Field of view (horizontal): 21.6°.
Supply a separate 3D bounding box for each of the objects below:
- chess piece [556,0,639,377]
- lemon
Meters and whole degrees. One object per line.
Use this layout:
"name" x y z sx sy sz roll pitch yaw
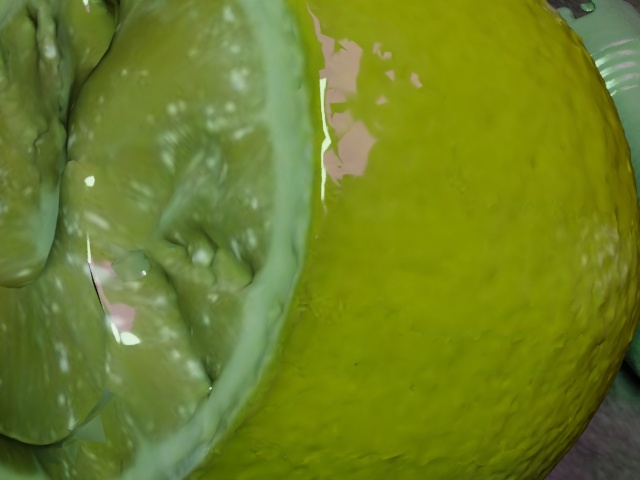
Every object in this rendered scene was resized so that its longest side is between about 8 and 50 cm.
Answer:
"chess piece" 0.248 -0.049 1.217 0.195 0.194 0.299 9 37 -32
"lemon" 0.000 0.000 0.823 0.364 0.364 0.364 22 40 -20
